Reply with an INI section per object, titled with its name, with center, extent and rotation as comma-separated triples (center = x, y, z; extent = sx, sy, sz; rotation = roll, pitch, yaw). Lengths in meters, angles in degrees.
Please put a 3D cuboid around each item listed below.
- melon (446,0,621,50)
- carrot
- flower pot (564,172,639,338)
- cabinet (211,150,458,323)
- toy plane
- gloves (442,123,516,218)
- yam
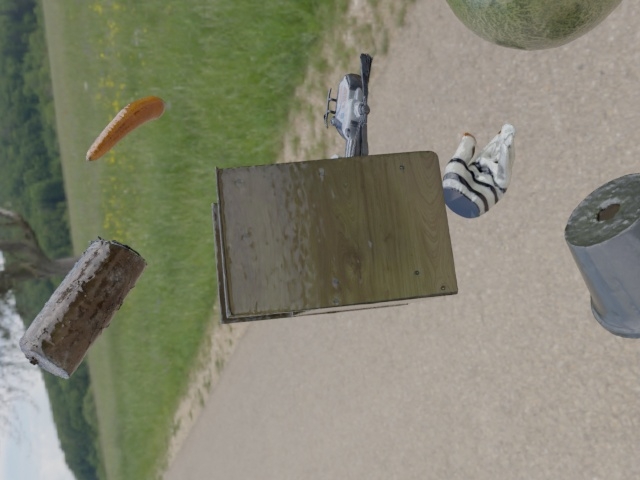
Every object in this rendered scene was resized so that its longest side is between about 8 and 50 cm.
[melon]
center = 0.251, -0.357, 0.822
extent = 0.249, 0.329, 0.248
rotation = 1, 91, 30
[carrot]
center = -0.436, -0.265, 1.561
extent = 0.066, 0.271, 0.062
rotation = -27, 107, 39
[flower pot]
center = 0.500, 0.003, 1.096
extent = 0.269, 0.166, 0.269
rotation = -47, 16, 17
[cabinet]
center = 0.000, 0.000, 0.710
extent = 0.175, 0.215, 0.148
rotation = 136, 128, -78
[toy plane]
center = 0.044, -0.170, 1.025
extent = 0.078, 0.054, 0.196
rotation = -5, 78, 62
[gloves]
center = 0.368, -0.159, 1.552
extent = 0.140, 0.218, 0.131
rotation = 16, 144, 45
[yam]
center = -0.458, 0.123, 1.337
extent = 0.279, 0.131, 0.131
rotation = -62, -1, -33
